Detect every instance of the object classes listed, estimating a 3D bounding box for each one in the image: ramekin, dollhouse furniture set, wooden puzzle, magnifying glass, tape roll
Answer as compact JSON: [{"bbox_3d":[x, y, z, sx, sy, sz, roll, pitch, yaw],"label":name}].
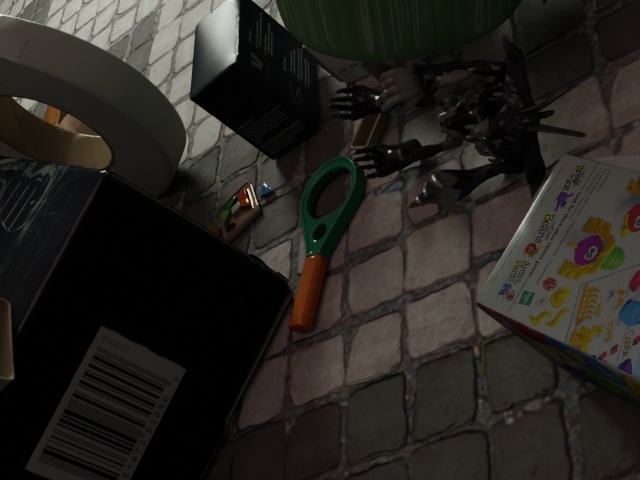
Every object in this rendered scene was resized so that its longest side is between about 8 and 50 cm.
[{"bbox_3d":[0.080,-0.318,1.014,0.303,0.148,0.303,-7,39,6],"label":"ramekin"},{"bbox_3d":[0.065,-0.170,1.133,0.091,0.081,0.114,5,67,50],"label":"dollhouse furniture set"},{"bbox_3d":[-0.113,-0.040,1.292,0.116,0.014,0.078,-48,37,9],"label":"wooden puzzle"},{"bbox_3d":[0.000,0.000,1.123,0.092,0.026,0.231,-15,53,42],"label":"magnifying glass"},{"bbox_3d":[-0.390,-0.180,1.400,0.392,0.392,0.072,-9,55,45],"label":"tape roll"}]

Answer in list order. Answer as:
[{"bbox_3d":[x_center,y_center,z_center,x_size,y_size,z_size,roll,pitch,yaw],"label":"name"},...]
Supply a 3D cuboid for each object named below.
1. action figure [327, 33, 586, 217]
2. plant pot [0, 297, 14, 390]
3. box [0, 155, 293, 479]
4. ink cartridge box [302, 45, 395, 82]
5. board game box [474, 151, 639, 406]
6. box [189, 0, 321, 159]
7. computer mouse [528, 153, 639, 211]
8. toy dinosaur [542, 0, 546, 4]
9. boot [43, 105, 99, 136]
[{"bbox_3d":[0.124,-0.108,0.959,0.140,0.164,0.275,-27,17,-31],"label":"action figure"},{"bbox_3d":[-0.364,0.112,0.901,0.096,0.109,0.109,-51,37,23],"label":"plant pot"},{"bbox_3d":[-0.361,0.168,1.180,0.471,0.297,0.480,10,70,53],"label":"box"},{"bbox_3d":[0.074,-0.334,1.247,0.158,0.092,0.218,-19,51,40],"label":"ink cartridge box"},{"bbox_3d":[0.272,0.056,0.668,0.144,0.142,0.275,-58,36,-4],"label":"board game box"},{"bbox_3d":[-0.086,-0.221,1.282,0.093,0.158,0.156,-31,42,29],"label":"box"},{"bbox_3d":[0.260,-0.047,0.848,0.193,0.042,0.106,-20,49,38],"label":"computer mouse"},{"bbox_3d":[0.287,-0.362,1.033,0.160,0.121,0.314,-11,59,59],"label":"toy dinosaur"},{"bbox_3d":[-0.504,-0.186,1.795,0.220,0.109,0.283,-51,43,13],"label":"boot"}]
